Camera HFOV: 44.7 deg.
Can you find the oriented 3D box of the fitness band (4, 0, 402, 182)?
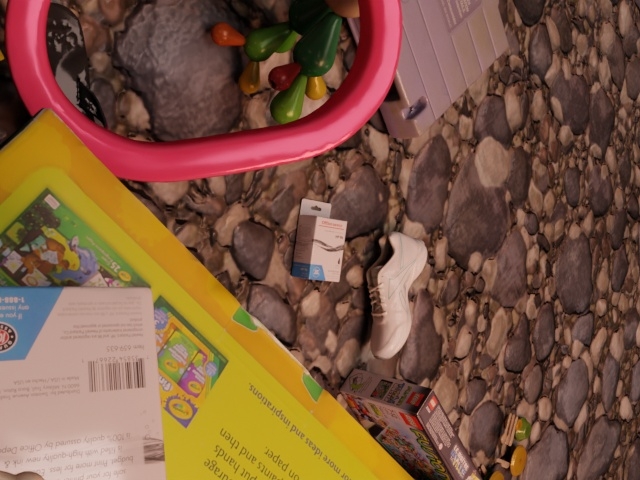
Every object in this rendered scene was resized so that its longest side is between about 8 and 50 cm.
[{"bbox_3d":[-0.080,-0.153,0.577,0.291,0.054,0.209,-11,108,-15],"label":"fitness band"}]

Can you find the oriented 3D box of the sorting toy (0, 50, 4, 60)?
[{"bbox_3d":[-0.317,-0.176,0.444,0.274,0.046,0.132,47,46,-34],"label":"sorting toy"}]

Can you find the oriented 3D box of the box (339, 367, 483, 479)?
[{"bbox_3d":[0.113,0.238,0.909,0.036,0.114,0.207,-51,127,-29],"label":"box"}]

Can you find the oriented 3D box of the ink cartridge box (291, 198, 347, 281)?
[{"bbox_3d":[0.000,0.000,0.823,0.048,0.028,0.083,8,89,-47],"label":"ink cartridge box"}]

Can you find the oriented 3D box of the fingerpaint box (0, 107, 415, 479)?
[{"bbox_3d":[-0.154,0.213,0.489,0.445,0.163,0.371,47,51,-20],"label":"fingerpaint box"}]

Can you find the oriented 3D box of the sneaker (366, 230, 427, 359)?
[{"bbox_3d":[0.076,0.061,0.899,0.061,0.054,0.152,25,71,-35],"label":"sneaker"}]

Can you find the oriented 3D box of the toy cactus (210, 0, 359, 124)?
[{"bbox_3d":[-0.003,-0.218,0.692,0.112,0.180,0.219,31,66,-29],"label":"toy cactus"}]

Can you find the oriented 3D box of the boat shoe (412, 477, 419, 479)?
[{"bbox_3d":[0.057,0.462,0.768,0.187,0.156,0.500,54,43,-31],"label":"boat shoe"}]

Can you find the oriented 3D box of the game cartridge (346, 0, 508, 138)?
[{"bbox_3d":[0.095,-0.322,0.862,0.230,0.068,0.355,-48,126,-36],"label":"game cartridge"}]

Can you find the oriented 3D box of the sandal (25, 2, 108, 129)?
[{"bbox_3d":[-0.195,-0.092,0.601,0.067,0.040,0.179,-18,108,-43],"label":"sandal"}]

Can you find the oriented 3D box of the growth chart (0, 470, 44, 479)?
[{"bbox_3d":[-0.232,0.166,0.274,0.172,0.021,0.237,27,70,-10],"label":"growth chart"}]

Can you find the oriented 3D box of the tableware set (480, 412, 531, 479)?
[{"bbox_3d":[0.273,0.332,1.155,0.104,0.024,0.154,32,71,-47],"label":"tableware set"}]

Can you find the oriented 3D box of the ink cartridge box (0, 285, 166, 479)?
[{"bbox_3d":[-0.135,0.115,0.380,0.104,0.060,0.180,4,75,-39],"label":"ink cartridge box"}]
